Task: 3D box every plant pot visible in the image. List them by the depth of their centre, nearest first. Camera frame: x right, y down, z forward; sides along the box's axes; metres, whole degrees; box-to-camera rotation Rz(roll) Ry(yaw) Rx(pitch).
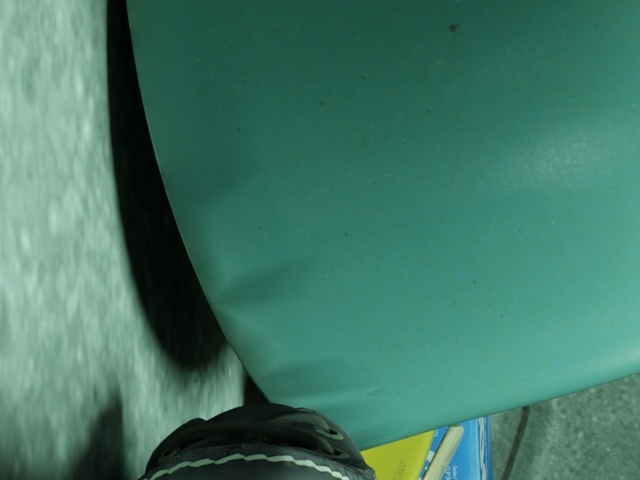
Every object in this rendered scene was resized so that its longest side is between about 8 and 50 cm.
[{"bbox_3d":[0.097,-0.080,0.653,0.293,0.235,0.293,-12,90,-71],"label":"plant pot"}]

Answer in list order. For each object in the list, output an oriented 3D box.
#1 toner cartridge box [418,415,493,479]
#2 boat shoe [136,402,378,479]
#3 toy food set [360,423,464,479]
[{"bbox_3d":[0.094,0.090,1.347,0.165,0.075,0.347,-74,161,-65],"label":"toner cartridge box"},{"bbox_3d":[-0.022,0.099,0.550,0.285,0.103,0.092,75,11,-70],"label":"boat shoe"},{"bbox_3d":[0.007,0.102,0.855,0.128,0.071,0.218,-62,159,-18],"label":"toy food set"}]
